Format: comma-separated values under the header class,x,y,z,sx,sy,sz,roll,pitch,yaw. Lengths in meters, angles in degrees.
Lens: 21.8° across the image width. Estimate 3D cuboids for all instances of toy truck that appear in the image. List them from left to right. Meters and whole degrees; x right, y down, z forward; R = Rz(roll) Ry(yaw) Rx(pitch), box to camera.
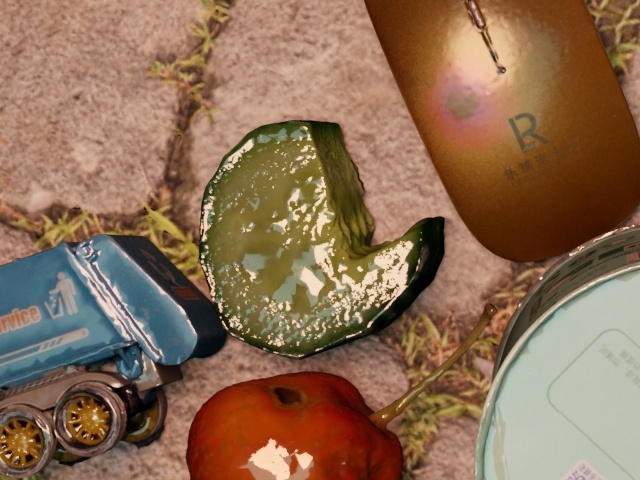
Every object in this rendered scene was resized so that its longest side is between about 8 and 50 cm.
class,x,y,z,sx,sy,sz,roll,pitch,yaw
toy truck,-0.262,0.116,1.363,0.367,0.146,0.175,-19,85,8

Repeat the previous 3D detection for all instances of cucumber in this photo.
class,x,y,z,sx,sy,sz,roll,pitch,yaw
cucumber,-0.010,0.004,1.325,0.191,0.130,0.191,0,88,8

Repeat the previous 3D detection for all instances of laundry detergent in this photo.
class,x,y,z,sx,sy,sz,roll,pitch,yaw
laundry detergent,0.261,0.133,1.196,0.287,0.305,0.287,1,96,9

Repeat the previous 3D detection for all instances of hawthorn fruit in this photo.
class,x,y,z,sx,sy,sz,roll,pitch,yaw
hawthorn fruit,0.030,0.145,1.317,0.285,0.165,0.165,-33,90,5

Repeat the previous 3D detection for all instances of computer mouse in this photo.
class,x,y,z,sx,sy,sz,roll,pitch,yaw
computer mouse,0.142,-0.136,1.309,0.158,0.072,0.310,-23,91,9
